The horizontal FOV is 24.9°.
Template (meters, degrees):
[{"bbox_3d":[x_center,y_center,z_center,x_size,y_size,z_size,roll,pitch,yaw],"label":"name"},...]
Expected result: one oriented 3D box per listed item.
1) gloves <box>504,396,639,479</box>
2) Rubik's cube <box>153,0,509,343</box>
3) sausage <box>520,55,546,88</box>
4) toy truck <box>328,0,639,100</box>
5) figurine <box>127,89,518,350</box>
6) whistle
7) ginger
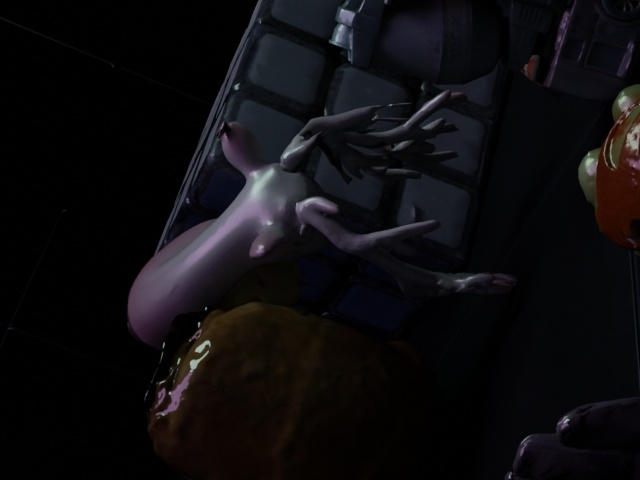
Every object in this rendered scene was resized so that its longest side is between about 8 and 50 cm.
[{"bbox_3d":[0.182,0.124,0.638,0.285,0.119,0.142,-20,47,60],"label":"gloves"},{"bbox_3d":[0.010,-0.077,1.676,0.301,0.305,0.303,125,163,-55],"label":"Rubik's cube"},{"bbox_3d":[0.222,-0.188,1.512,0.253,0.034,0.034,-101,34,-75],"label":"sausage"},{"bbox_3d":[0.146,-0.186,1.218,0.108,0.257,0.140,-108,35,-78],"label":"toy truck"},{"bbox_3d":[-0.006,-0.013,1.357,0.316,0.284,0.206,-37,56,57],"label":"figurine"},{"bbox_3d":[0.220,-0.041,0.840,0.131,0.106,0.288,-62,8,-2],"label":"whistle"},{"bbox_3d":[-0.003,0.171,1.277,0.269,0.223,0.200,46,-132,-56],"label":"ginger"}]
